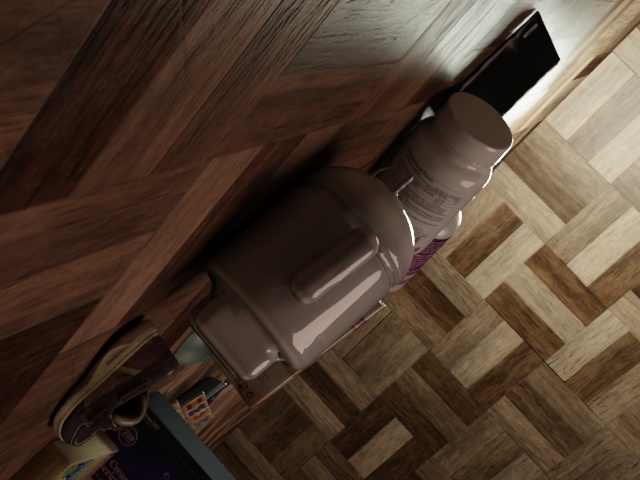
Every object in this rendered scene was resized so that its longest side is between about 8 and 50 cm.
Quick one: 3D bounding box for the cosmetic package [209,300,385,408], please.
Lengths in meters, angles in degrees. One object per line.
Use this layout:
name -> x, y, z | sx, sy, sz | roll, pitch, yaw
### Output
cosmetic package -> -0.036, 0.160, 1.694 | 0.296, 0.129, 0.153 | -38, 173, 3

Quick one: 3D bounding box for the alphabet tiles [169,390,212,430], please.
alphabet tiles -> -0.367, 0.441, 2.062 | 0.285, 0.011, 0.342 | -32, 160, -14

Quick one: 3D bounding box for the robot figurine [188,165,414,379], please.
robot figurine -> -0.014, 0.035, 1.294 | 0.353, 0.200, 0.300 | -41, -169, -12

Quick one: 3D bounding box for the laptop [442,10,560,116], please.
laptop -> 0.317, -0.306, 1.770 | 0.234, 0.136, 0.264 | -43, -163, 4

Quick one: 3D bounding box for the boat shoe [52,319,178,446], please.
boat shoe -> -0.288, 0.222, 1.318 | 0.285, 0.092, 0.103 | -49, 170, 35

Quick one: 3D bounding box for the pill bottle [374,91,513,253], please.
pill bottle -> 0.199, -0.117, 1.658 | 0.160, 0.160, 0.283 | -33, 167, -51

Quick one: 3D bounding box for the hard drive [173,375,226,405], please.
hard drive -> -0.337, 0.424, 2.216 | 0.172, 0.054, 0.254 | -33, 166, -52

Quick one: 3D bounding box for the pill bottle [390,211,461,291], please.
pill bottle -> 0.184, -0.039, 1.944 | 0.169, 0.169, 0.301 | -33, 168, -49

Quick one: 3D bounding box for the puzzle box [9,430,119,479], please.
puzzle box -> -0.543, 0.487, 1.596 | 0.409, 0.052, 0.272 | -43, 172, -2

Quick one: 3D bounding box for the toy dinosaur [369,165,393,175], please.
toy dinosaur -> 0.036, -0.066, 1.570 | 0.211, 0.064, 0.112 | -40, -162, 4

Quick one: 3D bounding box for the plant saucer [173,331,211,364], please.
plant saucer -> -0.189, 0.172, 1.719 | 0.195, 0.037, 0.195 | -41, 171, -8

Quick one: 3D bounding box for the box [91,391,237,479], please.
box -> -0.303, 0.451, 1.800 | 0.184, 0.261, 0.103 | -44, 171, 5
